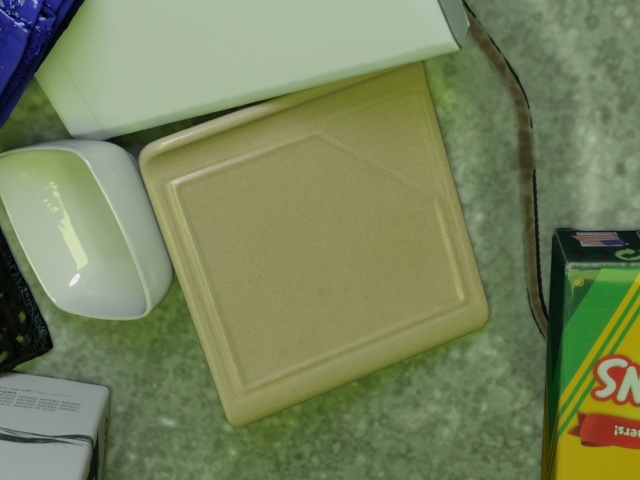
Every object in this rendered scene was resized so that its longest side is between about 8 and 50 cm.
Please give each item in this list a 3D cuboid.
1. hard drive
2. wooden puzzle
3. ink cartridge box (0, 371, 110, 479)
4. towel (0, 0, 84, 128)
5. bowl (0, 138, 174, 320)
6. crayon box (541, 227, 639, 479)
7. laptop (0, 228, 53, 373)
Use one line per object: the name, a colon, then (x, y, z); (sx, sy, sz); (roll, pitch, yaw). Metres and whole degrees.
hard drive: (-0.081, -0.181, 0.856); (0.307, 0.040, 0.203); (-10, 124, 28)
wooden puzzle: (0.000, 0.000, 0.967); (0.221, 0.044, 0.239); (-21, 113, -12)
ink cartridge box: (-0.228, 0.230, 0.985); (0.100, 0.237, 0.172); (7, 111, -3)
towel: (-0.323, -0.190, 0.868); (0.308, 0.076, 0.227); (40, 128, -4)
bowl: (-0.168, -0.013, 0.963); (0.142, 0.053, 0.142); (1, 117, 46)
crayon box: (0.279, 0.151, 1.016); (0.202, 0.081, 0.319); (-1, 111, 2)
laptop: (-0.389, 0.028, 1.035); (0.264, 0.136, 0.234); (-27, 110, -15)
